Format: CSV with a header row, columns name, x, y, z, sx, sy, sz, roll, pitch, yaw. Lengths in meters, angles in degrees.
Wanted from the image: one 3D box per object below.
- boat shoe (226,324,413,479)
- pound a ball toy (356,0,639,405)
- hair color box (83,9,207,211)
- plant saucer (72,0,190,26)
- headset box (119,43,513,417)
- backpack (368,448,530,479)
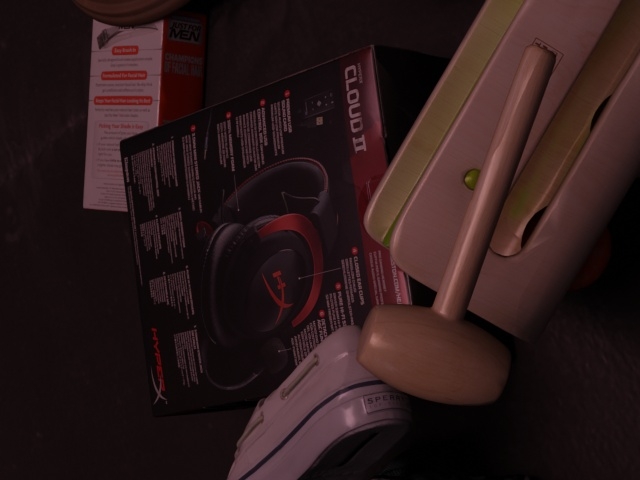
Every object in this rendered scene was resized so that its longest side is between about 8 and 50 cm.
name,x,y,z,sx,sy,sz,roll,pitch,yaw
boat shoe,-0.010,0.131,0.945,0.226,0.083,0.075,-46,50,45
pound a ball toy,0.141,-0.057,0.802,0.319,0.136,0.208,-60,9,4
hair color box,-0.146,-0.106,1.202,0.093,0.053,0.167,5,94,42
plant saucer,-0.139,-0.312,1.174,0.278,0.041,0.277,-14,69,39
headset box,0.000,0.000,1.026,0.293,0.110,0.218,-16,78,41
backpack,0.062,0.258,0.872,0.191,0.253,0.225,12,97,22
